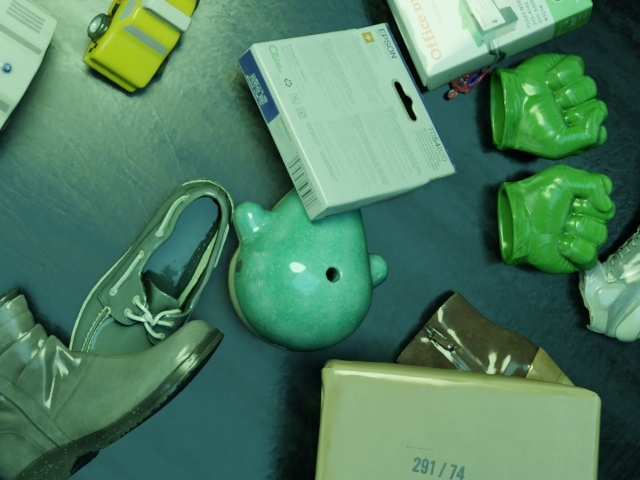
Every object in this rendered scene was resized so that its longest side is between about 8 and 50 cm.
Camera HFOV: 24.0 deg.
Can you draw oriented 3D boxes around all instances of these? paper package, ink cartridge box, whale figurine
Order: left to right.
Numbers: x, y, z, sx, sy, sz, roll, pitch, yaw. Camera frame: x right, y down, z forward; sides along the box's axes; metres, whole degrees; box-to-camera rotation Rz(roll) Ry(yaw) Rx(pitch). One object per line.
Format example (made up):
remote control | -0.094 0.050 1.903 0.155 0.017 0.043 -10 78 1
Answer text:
whale figurine | 0.000 0.000 1.815 0.216 0.141 0.272 24 75 -21
ink cartridge box | 0.035 -0.149 1.828 0.224 0.045 0.223 -15 76 -39
paper package | 0.152 0.305 1.756 0.325 0.168 0.309 4 85 4
ink cartridge box | 0.199 -0.302 1.847 0.219 0.092 0.160 -24 84 3

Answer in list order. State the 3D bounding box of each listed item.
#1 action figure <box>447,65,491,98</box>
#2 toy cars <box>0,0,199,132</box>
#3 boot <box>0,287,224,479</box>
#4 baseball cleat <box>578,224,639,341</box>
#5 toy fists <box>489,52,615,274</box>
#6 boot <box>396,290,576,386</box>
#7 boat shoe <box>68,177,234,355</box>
action figure | 0.198 -0.226 1.908 0.038 0.030 0.115 38 87 -10
toy cars | -0.281 -0.235 1.747 0.394 0.087 0.176 -25 111 -28
boot | -0.296 0.140 1.736 0.338 0.118 0.222 -37 88 12
baseball cleat | 0.393 0.023 1.917 0.109 0.072 0.205 18 84 -2
toy fists | 0.297 -0.097 1.886 0.142 0.096 0.279 -4 86 -9
boot | 0.178 0.215 1.893 0.207 0.090 0.248 36 89 7
boat shoe | -0.206 0.065 1.809 0.116 0.099 0.319 33 86 -11
